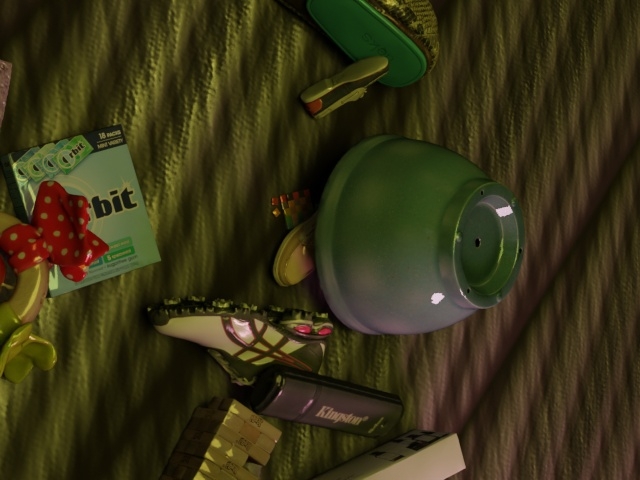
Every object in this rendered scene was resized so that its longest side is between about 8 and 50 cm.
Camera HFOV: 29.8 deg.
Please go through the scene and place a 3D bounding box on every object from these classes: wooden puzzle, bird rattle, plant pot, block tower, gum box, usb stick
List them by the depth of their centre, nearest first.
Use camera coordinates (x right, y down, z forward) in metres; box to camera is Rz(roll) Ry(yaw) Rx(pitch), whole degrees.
[{"bbox_3d":[-0.376,0.041,1.396,0.207,0.143,0.253,19,88,1],"label":"bird rattle"},{"bbox_3d":[-0.301,-0.038,1.516,0.157,0.041,0.184,-20,99,-32],"label":"gum box"},{"bbox_3d":[-0.175,0.370,1.545,0.097,0.091,0.335,38,68,-25],"label":"block tower"},{"bbox_3d":[0.013,0.226,1.663,0.278,0.045,0.077,21,106,-46],"label":"usb stick"},{"bbox_3d":[0.159,-0.001,1.683,0.293,0.196,0.293,-7,100,-47],"label":"plant pot"},{"bbox_3d":[-0.033,-0.045,1.715,0.083,0.006,0.049,-16,96,-33],"label":"wooden puzzle"}]

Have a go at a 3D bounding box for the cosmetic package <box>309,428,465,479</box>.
[{"bbox_3d":[0.083,0.338,1.716,0.239,0.099,0.060,-19,95,-33],"label":"cosmetic package"}]

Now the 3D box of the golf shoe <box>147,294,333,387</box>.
[{"bbox_3d":[-0.105,0.139,1.602,0.273,0.105,0.120,11,88,-32],"label":"golf shoe"}]

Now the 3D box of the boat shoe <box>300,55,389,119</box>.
[{"bbox_3d":[0.040,-0.218,1.715,0.137,0.049,0.043,-26,122,11],"label":"boat shoe"}]

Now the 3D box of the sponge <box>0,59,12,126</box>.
[{"bbox_3d":[-0.475,-0.179,1.415,0.210,0.031,0.117,13,80,-32],"label":"sponge"}]

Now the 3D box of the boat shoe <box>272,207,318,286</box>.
[{"bbox_3d":[0.000,0.000,1.697,0.170,0.059,0.063,-50,127,-25],"label":"boat shoe"}]

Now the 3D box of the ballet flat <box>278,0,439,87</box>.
[{"bbox_3d":[-0.011,-0.399,1.684,0.483,0.164,0.182,32,49,-34],"label":"ballet flat"}]
